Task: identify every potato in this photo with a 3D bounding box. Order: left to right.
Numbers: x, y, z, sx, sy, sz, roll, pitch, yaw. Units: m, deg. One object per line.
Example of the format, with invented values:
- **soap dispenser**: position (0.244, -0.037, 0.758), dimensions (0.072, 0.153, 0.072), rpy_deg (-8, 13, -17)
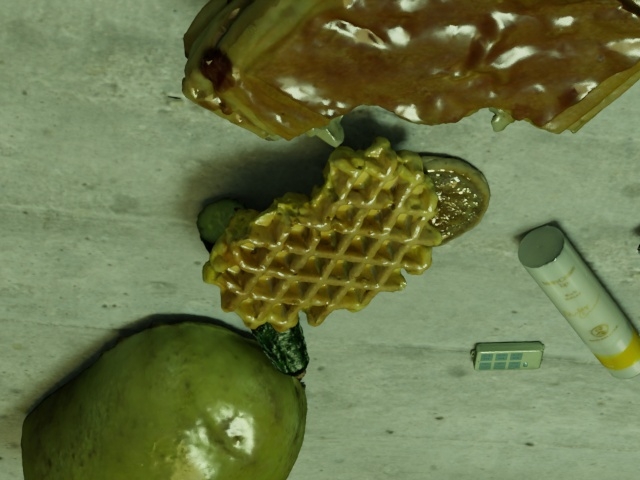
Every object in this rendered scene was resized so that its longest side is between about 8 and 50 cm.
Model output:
- **potato**: position (-0.160, 0.255, 1.855), dimensions (0.330, 0.213, 0.280), rpy_deg (12, 139, -21)

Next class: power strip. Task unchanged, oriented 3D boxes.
- **power strip**: position (0.228, 0.141, 1.903), dimensions (0.090, 0.016, 0.040), rpy_deg (-1, 140, -4)

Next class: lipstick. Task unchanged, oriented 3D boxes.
- **lipstick**: position (0.305, 0.074, 1.797), dimensions (0.059, 0.059, 0.264), rpy_deg (-22, 137, 21)

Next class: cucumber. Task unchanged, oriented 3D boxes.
- **cucumber**: position (-0.064, 0.062, 1.743), dimensions (0.067, 0.067, 0.293), rpy_deg (-12, 140, 9)

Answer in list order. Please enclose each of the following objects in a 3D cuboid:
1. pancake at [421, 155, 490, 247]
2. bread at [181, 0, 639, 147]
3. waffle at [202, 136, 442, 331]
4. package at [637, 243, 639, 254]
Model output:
- **pancake**: position (0.112, -0.040, 1.666), dimensions (0.139, 0.022, 0.139), rpy_deg (-3, 140, -2)
- **bread**: position (0.095, -0.205, 1.337), dimensions (0.314, 0.191, 0.370), rpy_deg (22, 139, -35)
- **waffle**: position (0.000, 0.001, 1.613), dimensions (0.253, 0.056, 0.249), rpy_deg (-14, 140, -6)
- **package**: position (0.463, -0.013, 1.726), dimensions (0.173, 0.027, 0.171), rpy_deg (20, 133, -33)
